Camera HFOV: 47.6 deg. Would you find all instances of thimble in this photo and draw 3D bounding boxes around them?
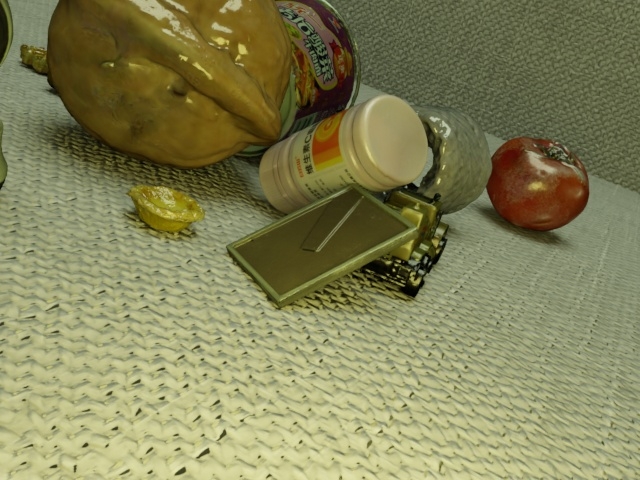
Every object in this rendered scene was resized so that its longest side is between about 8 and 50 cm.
[{"bbox_3d":[0.185,-0.156,1.385,0.246,0.217,0.157,25,17,39],"label":"thimble"}]

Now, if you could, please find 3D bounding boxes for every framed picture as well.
[{"bbox_3d":[0.000,0.000,0.918,0.203,0.015,0.150,-27,39,-20],"label":"framed picture"}]

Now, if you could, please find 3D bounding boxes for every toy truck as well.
[{"bbox_3d":[0.124,-0.017,1.084,0.127,0.127,0.257,23,16,13],"label":"toy truck"}]

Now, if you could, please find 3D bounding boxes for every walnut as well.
[{"bbox_3d":[-0.229,-0.298,1.149,0.384,0.383,0.383,17,19,-6],"label":"walnut"}]

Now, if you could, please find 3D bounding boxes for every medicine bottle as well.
[{"bbox_3d":[0.028,-0.120,1.086,0.133,0.133,0.250,4,-11,-38],"label":"medicine bottle"}]

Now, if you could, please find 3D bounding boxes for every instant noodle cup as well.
[{"bbox_3d":[-0.118,-0.321,1.437,0.340,0.339,0.266,24,30,12],"label":"instant noodle cup"}]

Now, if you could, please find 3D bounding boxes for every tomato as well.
[{"bbox_3d":[0.473,-0.119,1.609,0.232,0.188,0.232,13,35,-9],"label":"tomato"}]

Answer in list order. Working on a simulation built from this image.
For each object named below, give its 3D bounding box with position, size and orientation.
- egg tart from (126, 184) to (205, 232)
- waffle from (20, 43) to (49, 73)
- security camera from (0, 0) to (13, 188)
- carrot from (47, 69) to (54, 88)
[{"bbox_3d":[-0.204,-0.040,0.952,0.105,0.039,0.105,17,19,-6],"label":"egg tart"},{"bbox_3d":[-0.535,-0.371,1.540,0.192,0.046,0.161,24,21,14],"label":"waffle"},{"bbox_3d":[-0.419,-0.182,0.770,0.197,0.277,0.191,8,20,-31],"label":"security camera"},{"bbox_3d":[-0.433,-0.301,1.393,0.173,0.082,0.082,20,19,-3],"label":"carrot"}]
